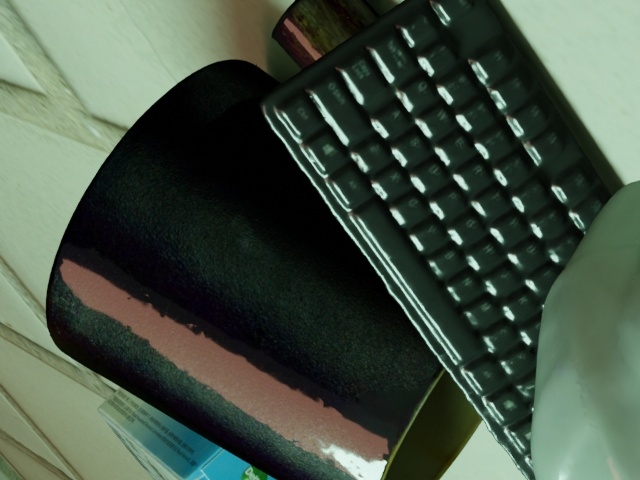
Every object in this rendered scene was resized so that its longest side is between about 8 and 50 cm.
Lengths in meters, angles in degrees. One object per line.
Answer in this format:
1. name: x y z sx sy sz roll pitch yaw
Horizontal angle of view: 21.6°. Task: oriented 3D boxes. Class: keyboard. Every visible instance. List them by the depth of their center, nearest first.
1. keyboard: 0.100 0.036 0.675 0.309 0.101 0.018 54 -175 -22

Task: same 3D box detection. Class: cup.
1. cup: -0.010 0.014 0.747 0.177 0.166 0.239 34 160 19

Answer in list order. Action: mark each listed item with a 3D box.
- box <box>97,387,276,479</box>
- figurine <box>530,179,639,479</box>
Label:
1. box: -0.092 0.194 1.413 0.139 0.073 0.194 55 165 -28
2. figurine: 0.177 0.074 0.525 0.236 0.133 0.176 43 138 -19
